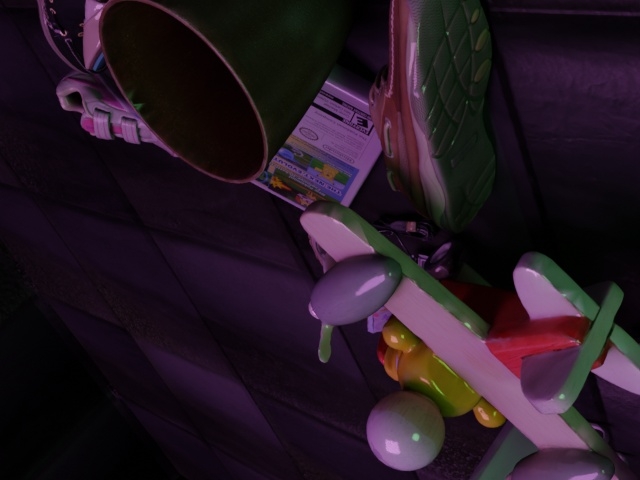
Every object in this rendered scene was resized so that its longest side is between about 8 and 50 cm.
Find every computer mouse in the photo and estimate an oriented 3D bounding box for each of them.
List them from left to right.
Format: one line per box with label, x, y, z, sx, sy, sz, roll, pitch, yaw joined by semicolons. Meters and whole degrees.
computer mouse;0.148;0.046;1.214;0.106;0.042;0.193;-7;119;51

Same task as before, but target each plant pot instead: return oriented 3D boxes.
plant pot;-0.066;-0.214;0.916;0.215;0.230;0.215;32;151;20

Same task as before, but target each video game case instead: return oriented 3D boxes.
video game case;-0.081;-0.166;1.145;0.329;0.036;0.300;28;153;-1

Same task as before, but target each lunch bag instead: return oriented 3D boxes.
lunch bag;0.094;0.086;1.293;0.053;0.083;0.071;30;151;25

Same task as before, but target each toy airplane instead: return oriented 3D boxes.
toy airplane;0.164;0.142;0.969;0.386;0.272;0.384;36;169;32

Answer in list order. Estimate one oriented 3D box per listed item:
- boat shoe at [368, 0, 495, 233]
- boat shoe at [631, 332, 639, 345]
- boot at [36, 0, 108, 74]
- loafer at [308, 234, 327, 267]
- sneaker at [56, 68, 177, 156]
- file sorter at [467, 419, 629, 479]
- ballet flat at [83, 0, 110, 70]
boat shoe;0.100;-0.139;0.926;0.116;0.123;0.324;28;148;32
boat shoe;0.379;0.096;0.967;0.040;0.049;0.142;52;146;-4
boot;-0.316;-0.317;1.270;0.179;0.085;0.236;23;146;30
loafer;0.000;0.000;1.345;0.039;0.045;0.125;33;155;34
sneaker;-0.312;-0.194;1.409;0.252;0.111;0.103;32;151;20
file sorter;0.362;0.406;1.275;0.173;0.193;0.277;-5;127;53
ballet flat;-0.242;-0.311;1.123;0.248;0.086;0.086;-35;102;36
